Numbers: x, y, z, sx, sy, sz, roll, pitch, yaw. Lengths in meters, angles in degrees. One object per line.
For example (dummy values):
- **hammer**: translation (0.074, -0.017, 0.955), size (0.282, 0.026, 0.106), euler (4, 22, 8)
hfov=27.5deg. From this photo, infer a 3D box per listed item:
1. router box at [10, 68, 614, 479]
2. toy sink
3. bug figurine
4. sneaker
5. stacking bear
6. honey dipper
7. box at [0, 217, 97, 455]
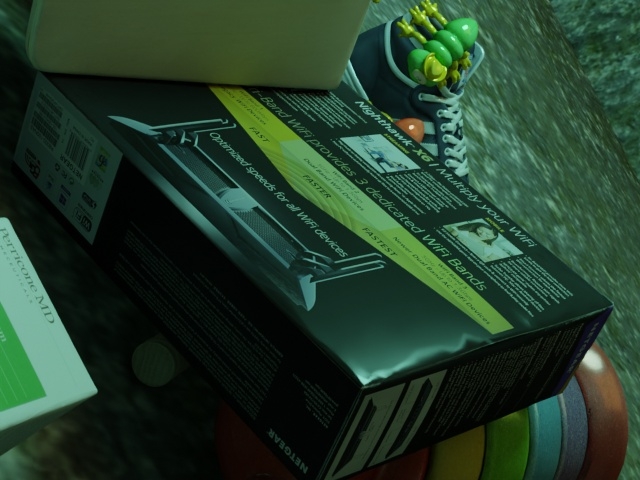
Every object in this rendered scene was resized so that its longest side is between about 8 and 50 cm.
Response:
- **router box**: translation (-0.007, -0.003, 0.822), size (0.243, 0.081, 0.309), euler (-11, 44, -45)
- **toy sink**: translation (-0.088, -0.199, 0.850), size (0.234, 0.153, 0.131), euler (-2, 36, -35)
- **bug figurine**: translation (0.044, -0.191, 1.288), size (0.279, 0.216, 0.072), euler (49, -13, -21)
- **sneaker**: translation (0.135, -0.122, 1.436), size (0.282, 0.153, 0.099), euler (60, 22, 1)
- **stacking bear**: translation (0.057, 0.131, 0.894), size (0.289, 0.164, 0.175), euler (3, 65, -37)
- **honey dipper**: translation (-0.084, 0.066, 0.899), size (0.030, 0.030, 0.161), euler (60, 18, 1)
- **box**: translation (-0.180, 0.057, 0.599), size (0.101, 0.102, 0.087), euler (61, 20, 7)
